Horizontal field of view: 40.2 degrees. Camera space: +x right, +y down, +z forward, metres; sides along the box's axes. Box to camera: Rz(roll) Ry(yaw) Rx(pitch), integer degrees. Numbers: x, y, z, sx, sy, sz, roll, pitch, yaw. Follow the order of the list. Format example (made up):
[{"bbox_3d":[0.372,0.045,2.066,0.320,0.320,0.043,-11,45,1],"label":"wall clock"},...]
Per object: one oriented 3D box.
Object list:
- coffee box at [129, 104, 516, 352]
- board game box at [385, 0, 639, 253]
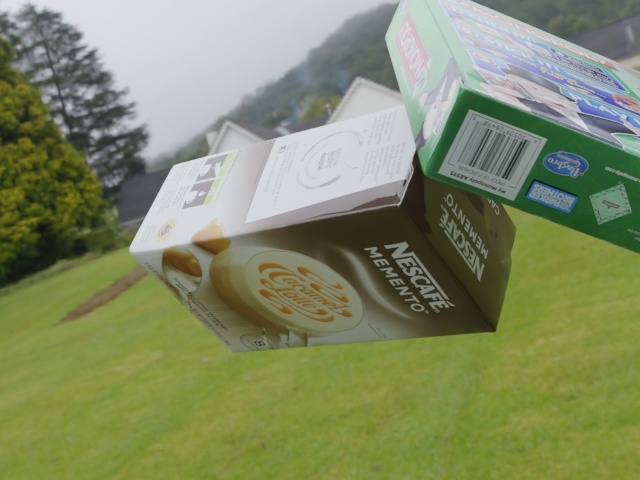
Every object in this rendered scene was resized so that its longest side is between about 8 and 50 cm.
[{"bbox_3d":[0.000,0.000,0.653,0.247,0.141,0.098,-10,45,37],"label":"coffee box"},{"bbox_3d":[0.196,-0.044,0.482,0.317,0.046,0.213,19,25,-10],"label":"board game box"}]
